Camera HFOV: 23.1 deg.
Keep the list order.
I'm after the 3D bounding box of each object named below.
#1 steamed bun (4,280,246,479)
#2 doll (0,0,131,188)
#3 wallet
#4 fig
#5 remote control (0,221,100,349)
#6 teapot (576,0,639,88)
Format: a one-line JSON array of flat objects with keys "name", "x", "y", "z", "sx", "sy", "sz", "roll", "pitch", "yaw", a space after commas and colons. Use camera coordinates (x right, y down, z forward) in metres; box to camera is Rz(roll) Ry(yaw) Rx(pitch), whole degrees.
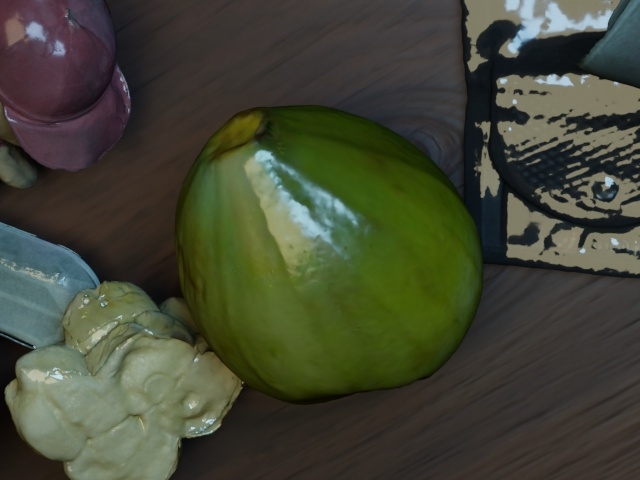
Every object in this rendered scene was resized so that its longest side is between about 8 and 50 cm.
[{"name": "steamed bun", "x": -0.178, "y": 0.118, "z": 1.361, "sx": 0.192, "sy": 0.106, "sz": 0.177, "roll": 25, "pitch": 109, "yaw": -30}, {"name": "doll", "x": -0.274, "y": -0.136, "z": 1.329, "sx": 0.256, "sy": 0.152, "sz": 0.196, "roll": -26, "pitch": 126, "yaw": 32}, {"name": "wallet", "x": 0.232, "y": -0.129, "z": 1.265, "sx": 0.247, "sy": 0.041, "sz": 0.323, "roll": 3, "pitch": 99, "yaw": 12}, {"name": "fig", "x": 0.000, "y": 0.000, "z": 1.232, "sx": 0.239, "sy": 0.239, "sz": 0.271, "roll": -13, "pitch": 138, "yaw": 16}, {"name": "remote control", "x": -0.311, "y": 0.029, "z": 1.412, "sx": 0.247, "sy": 0.052, "sz": 0.104, "roll": 19, "pitch": 123, "yaw": 10}, {"name": "teapot", "x": 0.384, "y": -0.112, "z": 1.093, "sx": 0.344, "sy": 0.253, "sz": 0.300, "roll": 35, "pitch": 146, "yaw": 1}]
